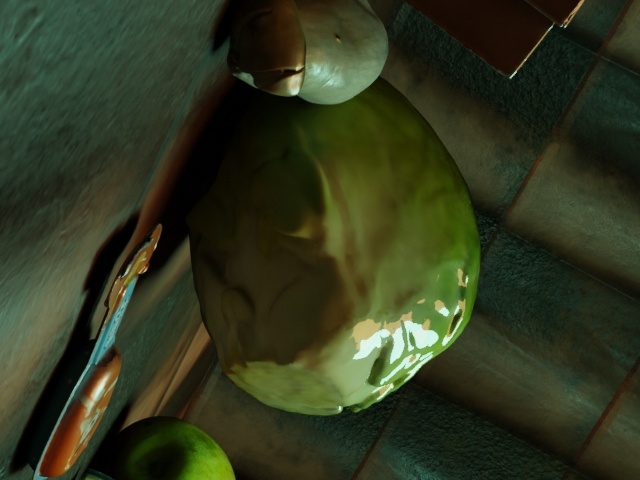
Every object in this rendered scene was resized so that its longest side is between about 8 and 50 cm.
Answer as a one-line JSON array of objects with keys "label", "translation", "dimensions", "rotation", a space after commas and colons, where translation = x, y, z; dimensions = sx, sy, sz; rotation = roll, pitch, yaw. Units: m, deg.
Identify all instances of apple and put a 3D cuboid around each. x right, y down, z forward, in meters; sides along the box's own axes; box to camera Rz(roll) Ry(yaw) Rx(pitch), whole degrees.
[{"label": "apple", "translation": [-0.202, 0.323, 1.312], "dimensions": [0.196, 0.196, 0.196], "rotation": [-62, 180, -1]}]

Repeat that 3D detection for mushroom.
[{"label": "mushroom", "translation": [-0.012, -0.149, 0.775], "dimensions": [0.225, 0.093, 0.116], "rotation": [-49, 124, -58]}]

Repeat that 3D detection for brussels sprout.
[{"label": "brussels sprout", "translation": [0.000, 0.000, 0.955], "dimensions": [0.268, 0.344, 0.344], "rotation": [-18, -151, 37]}]

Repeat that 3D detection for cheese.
[{"label": "cheese", "translation": [-0.169, 0.094, 0.768], "dimensions": [0.256, 0.037, 0.106], "rotation": [-61, -179, 30]}]

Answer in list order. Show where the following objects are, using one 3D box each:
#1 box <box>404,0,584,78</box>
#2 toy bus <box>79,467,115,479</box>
[{"label": "box", "translation": [0.104, -0.234, 0.827], "dimensions": [0.086, 0.215, 0.215], "rotation": [-53, -178, 21]}, {"label": "toy bus", "translation": [-0.280, 0.361, 1.189], "dimensions": [0.175, 0.088, 0.101], "rotation": [-61, 179, 29]}]
